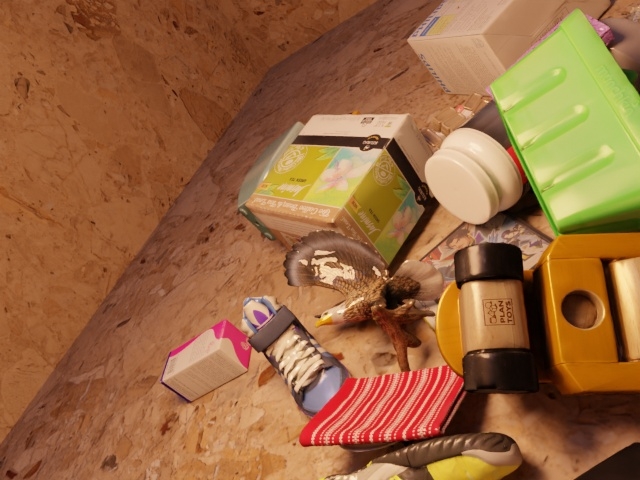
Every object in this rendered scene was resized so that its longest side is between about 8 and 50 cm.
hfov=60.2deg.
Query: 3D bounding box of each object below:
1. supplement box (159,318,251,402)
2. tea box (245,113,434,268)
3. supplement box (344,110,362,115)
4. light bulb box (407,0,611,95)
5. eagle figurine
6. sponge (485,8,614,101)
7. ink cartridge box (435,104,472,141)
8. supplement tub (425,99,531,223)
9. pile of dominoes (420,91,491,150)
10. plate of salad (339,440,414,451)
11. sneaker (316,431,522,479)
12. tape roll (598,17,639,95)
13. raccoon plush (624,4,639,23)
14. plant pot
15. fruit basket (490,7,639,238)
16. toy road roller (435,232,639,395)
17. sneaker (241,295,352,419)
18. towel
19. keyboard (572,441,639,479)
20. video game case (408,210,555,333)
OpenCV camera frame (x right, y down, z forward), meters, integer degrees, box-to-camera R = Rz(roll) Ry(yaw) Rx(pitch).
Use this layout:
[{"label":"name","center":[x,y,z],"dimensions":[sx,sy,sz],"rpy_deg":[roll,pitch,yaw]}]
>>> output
[{"label":"supplement box","center":[-0.302,0.321,1.472],"dimensions":[0.220,0.114,0.111],"rpy_deg":[-33,28,24]},{"label":"tea box","center":[0.059,-0.120,1.342],"dimensions":[0.329,0.220,0.323],"rpy_deg":[12,62,47]},{"label":"supplement box","center":[0.075,-0.260,1.676],"dimensions":[0.194,0.191,0.129],"rpy_deg":[-5,46,50]},{"label":"light bulb box","center":[0.502,-0.600,1.528],"dimensions":[0.358,0.225,0.361],"rpy_deg":[-47,26,-3]},{"label":"eagle figurine","center":[0.073,0.111,1.095],"dimensions":[0.298,0.225,0.226],"rpy_deg":[36,115,61]},{"label":"sponge","center":[0.412,-0.320,1.010],"dimensions":[0.210,0.031,0.117],"rpy_deg":[-42,34,19]},{"label":"ink cartridge box","center":[0.401,-0.286,1.401],"dimensions":[0.115,0.067,0.198],"rpy_deg":[-51,28,-11]},{"label":"supplement tub","center":[0.366,-0.179,1.121],"dimensions":[0.272,0.191,0.191],"rpy_deg":[-40,25,-16]},{"label":"pile of dominoes","center":[0.374,-0.231,1.293],"dimensions":[0.196,0.040,0.251],"rpy_deg":[-34,58,-12]},{"label":"plate of salad","center":[0.121,0.307,0.945],"dimensions":[0.200,0.048,0.200],"rpy_deg":[-24,6,2]},{"label":"sneaker","center":[0.123,0.391,0.812],"dimensions":[0.385,0.145,0.147],"rpy_deg":[-31,60,21]},{"label":"tape roll","center":[0.563,-0.308,1.045],"dimensions":[0.072,0.219,0.219],"rpy_deg":[-47,27,-6]},{"label":"raccoon plush","center":[0.682,-0.335,0.959],"dimensions":[0.299,0.216,0.446],"rpy_deg":[-32,29,39]},{"label":"plant pot","center":[-0.100,-0.144,1.624],"dimensions":[0.252,0.248,0.247],"rpy_deg":[-53,16,-29]},{"label":"fruit basket","center":[0.498,-0.164,0.841],"dimensions":[0.392,0.283,0.391],"rpy_deg":[-14,60,25]},{"label":"toy road roller","center":[0.334,0.121,0.800],"dimensions":[0.330,0.240,0.202],"rpy_deg":[-3,71,8]},{"label":"sneaker","center":[-0.074,0.228,1.151],"dimensions":[0.130,0.236,0.323],"rpy_deg":[-45,27,-1]},{"label":"towel","center":[0.111,0.271,0.922],"dimensions":[0.275,0.031,0.199],"rpy_deg":[-20,8,37]},{"label":"keyboard","center":[0.330,0.271,0.539],"dimensions":[0.317,0.033,0.202],"rpy_deg":[-8,-4,-35]},{"label":"video game case","center":[0.301,0.058,1.097],"dimensions":[0.275,0.035,0.248],"rpy_deg":[-42,27,5]}]
